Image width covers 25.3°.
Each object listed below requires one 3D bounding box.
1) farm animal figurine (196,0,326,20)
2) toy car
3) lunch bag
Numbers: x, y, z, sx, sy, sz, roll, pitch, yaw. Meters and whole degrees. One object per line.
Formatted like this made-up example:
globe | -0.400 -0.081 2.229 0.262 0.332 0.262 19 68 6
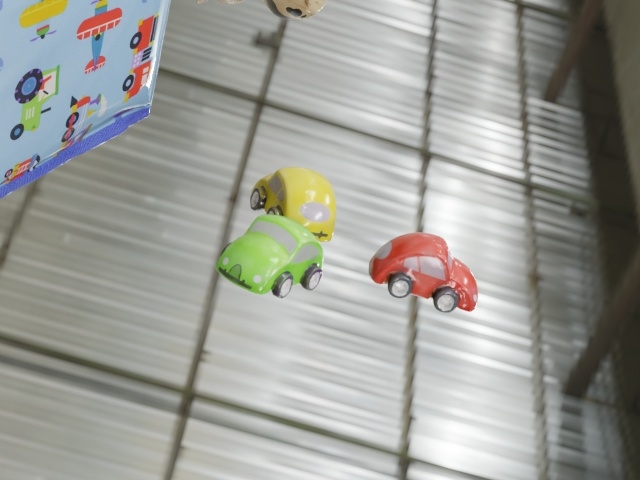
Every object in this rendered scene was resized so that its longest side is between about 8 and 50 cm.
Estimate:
farm animal figurine | -0.133 -0.296 1.226 0.327 0.330 0.172 136 -25 -77
toy car | 0.000 0.000 1.184 0.225 0.239 0.053 -14 128 -57
lunch bag | -0.213 -0.136 0.912 0.293 0.138 0.221 -54 163 -54
